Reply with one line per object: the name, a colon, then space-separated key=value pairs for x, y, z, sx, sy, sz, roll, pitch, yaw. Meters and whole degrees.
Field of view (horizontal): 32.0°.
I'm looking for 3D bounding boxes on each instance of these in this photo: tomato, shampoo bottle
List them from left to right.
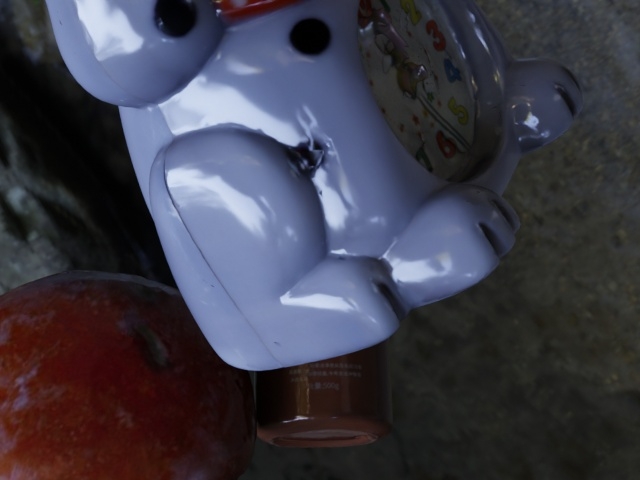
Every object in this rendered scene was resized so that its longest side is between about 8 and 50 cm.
tomato: x=-0.126 y=0.069 z=0.602 sx=0.189 sy=0.173 sz=0.099 roll=-146 pitch=56 yaw=-63
shampoo bottle: x=0.000 y=-0.001 z=0.672 sx=0.085 sy=0.085 sz=0.244 roll=-29 pitch=55 yaw=51

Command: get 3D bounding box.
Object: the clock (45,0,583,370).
clock: x=-0.030 y=-0.102 z=0.427 sx=0.189 sy=0.189 sz=0.254 roll=-4 pitch=124 yaw=47
